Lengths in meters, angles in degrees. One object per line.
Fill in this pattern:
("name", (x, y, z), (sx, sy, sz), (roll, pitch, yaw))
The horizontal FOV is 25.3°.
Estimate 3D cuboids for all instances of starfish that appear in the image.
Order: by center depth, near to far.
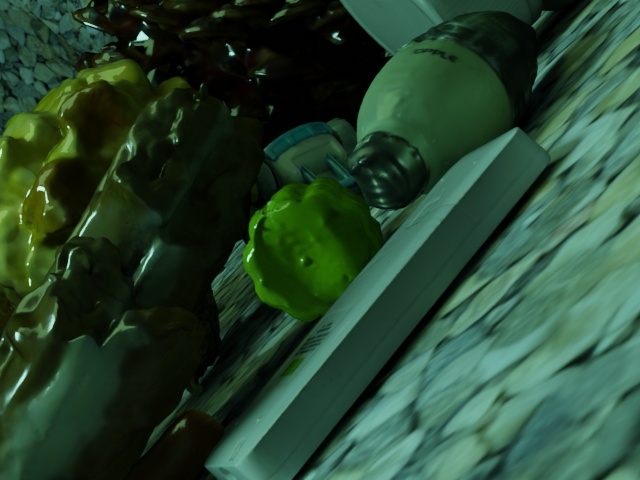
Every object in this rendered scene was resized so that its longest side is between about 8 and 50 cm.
("starfish", (-0.113, 0.059, 1.371), (0.247, 0.050, 0.138), (-99, 19, -76))

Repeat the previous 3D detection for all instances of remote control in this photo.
("remote control", (0.031, 0.039, 0.798), (0.250, 0.034, 0.103), (-49, 6, -19))

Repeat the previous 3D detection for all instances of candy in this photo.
("candy", (0.000, 0.000, 1.035), (0.097, 0.097, 0.209), (-46, 1, 8))

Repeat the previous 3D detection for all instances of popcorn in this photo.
("popcorn", (-0.206, -0.041, 1.341), (0.332, 0.225, 0.265), (67, -132, -85))

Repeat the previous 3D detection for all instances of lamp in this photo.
("lamp", (0.089, -0.095, 0.965), (0.101, 0.101, 0.250), (-41, 5, 44))

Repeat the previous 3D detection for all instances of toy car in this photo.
("toy car", (-0.011, -0.029, 1.374), (0.126, 0.098, 0.161), (-24, -39, -29))

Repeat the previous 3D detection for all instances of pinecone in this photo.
("pinecone", (-0.079, -0.179, 1.579), (0.398, 0.397, 0.398), (-46, 6, 6))

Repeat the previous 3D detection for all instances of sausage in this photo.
("sausage", (-0.116, 0.169, 0.967), (0.131, 0.039, 0.041), (-47, 0, -4))

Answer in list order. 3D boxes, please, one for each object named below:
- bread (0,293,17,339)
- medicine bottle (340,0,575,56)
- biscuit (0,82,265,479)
("bread", (-0.363, 0.173, 1.166), (0.337, 0.358, 0.204), (-50, -3, 0))
("medicine bottle", (0.173, -0.308, 1.219), (0.340, 0.208, 0.208), (-48, 6, -9))
("biscuit", (-0.146, 0.063, 0.959), (0.268, 0.115, 0.366), (-57, 7, 29))
